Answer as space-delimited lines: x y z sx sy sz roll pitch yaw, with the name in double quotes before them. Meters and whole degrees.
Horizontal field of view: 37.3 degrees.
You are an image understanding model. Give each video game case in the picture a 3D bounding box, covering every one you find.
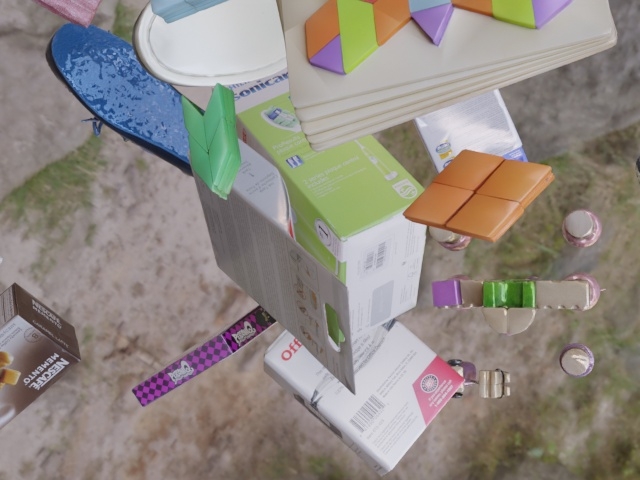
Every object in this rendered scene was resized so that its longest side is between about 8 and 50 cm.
"video game case" -0.168 0.172 1.545 0.232 0.042 0.210 -33 179 34

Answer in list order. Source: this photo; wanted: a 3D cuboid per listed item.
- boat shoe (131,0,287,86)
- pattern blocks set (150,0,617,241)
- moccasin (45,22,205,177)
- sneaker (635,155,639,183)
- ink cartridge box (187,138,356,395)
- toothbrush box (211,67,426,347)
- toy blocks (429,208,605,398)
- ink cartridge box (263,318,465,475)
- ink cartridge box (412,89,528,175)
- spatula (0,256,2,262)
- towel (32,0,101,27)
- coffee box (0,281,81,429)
"boat shoe" -0.057 -0.224 0.888 0.319 0.099 0.116 -39 111 -34
"pattern blocks set" 0.058 -0.140 0.495 0.324 0.286 0.026 -26 161 16
"moccasin" -0.271 -0.183 1.421 0.342 0.116 0.138 41 69 -23
"sneaker" 0.416 -0.062 1.068 0.052 0.135 0.058 -36 151 -16
"ink cartridge box" -0.031 0.020 0.940 0.066 0.232 0.189 -40 148 -24
"toothbrush box" -0.006 -0.049 1.135 0.122 0.283 0.206 -25 145 -20
"toy blocks" 0.337 0.105 1.626 0.260 0.288 0.309 9 80 -72
"ink cartridge box" 0.057 0.192 1.365 0.172 0.237 0.100 -47 171 -16
"ink cartridge box" 0.292 -0.255 1.979 0.185 0.311 0.065 -25 -176 3
"spatula" -0.489 0.124 1.184 0.242 0.019 0.168 -43 -174 29
"towel" -0.285 -0.436 1.049 0.237 0.037 0.329 29 89 -39
"coffee box" -0.527 0.207 1.529 0.246 0.098 0.141 -40 126 6
